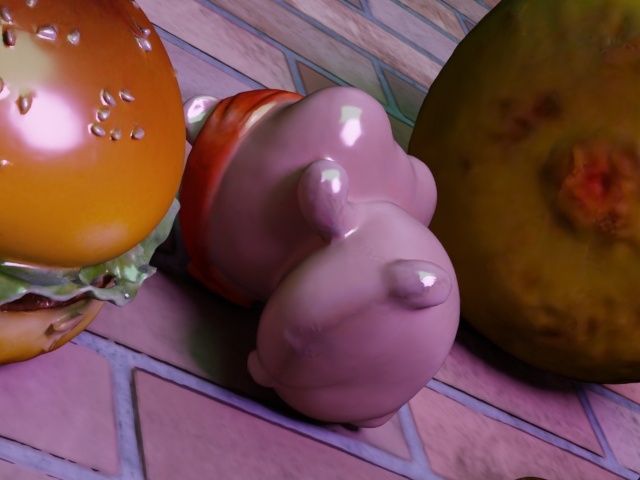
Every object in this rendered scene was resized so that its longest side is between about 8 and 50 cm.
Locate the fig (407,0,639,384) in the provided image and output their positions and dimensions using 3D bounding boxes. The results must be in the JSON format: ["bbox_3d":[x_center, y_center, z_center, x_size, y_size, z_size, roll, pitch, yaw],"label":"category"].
[{"bbox_3d":[0.232,-0.055,1.089,0.343,0.343,0.343,34,26,-19],"label":"fig"}]

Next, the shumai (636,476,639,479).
[{"bbox_3d":[0.274,0.227,0.737,0.225,0.260,0.222,-12,28,-31],"label":"shumai"}]

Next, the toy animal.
[{"bbox_3d":[0.000,0.000,0.827,0.171,0.171,0.197,12,42,-49],"label":"toy animal"}]

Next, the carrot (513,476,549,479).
[{"bbox_3d":[0.124,0.192,0.810,0.060,0.060,0.186,41,21,-2],"label":"carrot"}]

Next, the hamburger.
[{"bbox_3d":[-0.164,-0.066,0.664,0.246,0.170,0.246,32,25,-17],"label":"hamburger"}]
